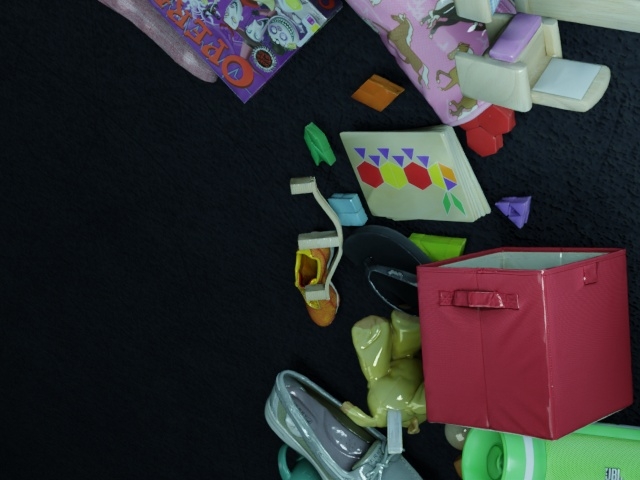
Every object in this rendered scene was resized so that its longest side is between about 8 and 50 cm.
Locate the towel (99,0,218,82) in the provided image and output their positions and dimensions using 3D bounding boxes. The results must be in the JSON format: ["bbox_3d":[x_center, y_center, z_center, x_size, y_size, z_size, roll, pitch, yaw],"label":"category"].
[{"bbox_3d":[-0.192,-0.382,1.456,0.237,0.037,0.329,37,141,8],"label":"towel"}]

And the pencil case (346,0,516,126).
[{"bbox_3d":[0.084,-0.302,1.191,0.160,0.167,0.386,-38,97,19],"label":"pencil case"}]

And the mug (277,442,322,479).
[{"bbox_3d":[-0.015,0.441,1.983,0.158,0.097,0.129,25,137,23],"label":"mug"}]

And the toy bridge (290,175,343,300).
[{"bbox_3d":[0.000,0.000,1.574,0.063,0.026,0.188,-6,114,4],"label":"toy bridge"}]

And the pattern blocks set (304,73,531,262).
[{"bbox_3d":[0.122,-0.086,1.443,0.325,0.026,0.285,12,134,36],"label":"pattern blocks set"}]

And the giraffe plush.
[{"bbox_3d":[0.130,0.209,1.619,0.181,0.210,0.170,14,168,14],"label":"giraffe plush"}]

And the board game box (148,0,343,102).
[{"bbox_3d":[-0.153,-0.355,1.392,0.347,0.056,0.208,46,143,-5],"label":"board game box"}]

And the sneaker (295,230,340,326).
[{"bbox_3d":[-0.014,0.065,1.672,0.064,0.067,0.175,16,135,29],"label":"sneaker"}]

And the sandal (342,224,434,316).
[{"bbox_3d":[0.129,0.068,1.510,0.254,0.054,0.097,38,142,18],"label":"sandal"}]

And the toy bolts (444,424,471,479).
[{"bbox_3d":[0.255,0.296,1.553,0.158,0.218,0.228,49,124,5],"label":"toy bolts"}]

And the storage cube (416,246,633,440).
[{"bbox_3d":[0.246,0.113,1.335,0.184,0.215,0.193,0,96,43],"label":"storage cube"}]

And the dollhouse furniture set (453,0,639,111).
[{"bbox_3d":[0.245,-0.304,0.937,0.198,0.286,0.303,16,145,31],"label":"dollhouse furniture set"}]

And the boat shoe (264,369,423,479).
[{"bbox_3d":[0.044,0.335,1.826,0.320,0.118,0.103,40,146,17],"label":"boat shoe"}]

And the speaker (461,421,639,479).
[{"bbox_3d":[0.331,0.289,1.401,0.297,0.131,0.131,9,147,-21],"label":"speaker"}]
